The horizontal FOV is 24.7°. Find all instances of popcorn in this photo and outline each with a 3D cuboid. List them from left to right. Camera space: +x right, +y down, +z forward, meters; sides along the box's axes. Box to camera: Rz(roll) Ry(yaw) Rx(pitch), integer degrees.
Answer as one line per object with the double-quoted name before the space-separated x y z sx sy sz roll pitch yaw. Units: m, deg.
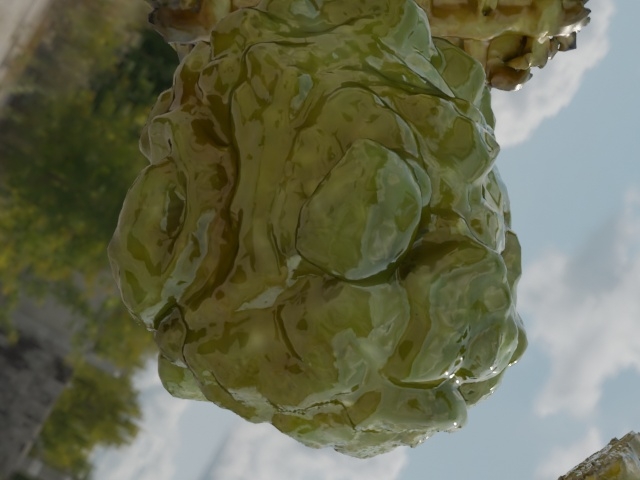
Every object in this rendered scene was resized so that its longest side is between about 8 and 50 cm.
"popcorn" 0.000 0.000 0.812 0.250 0.235 0.241 -111 -159 -54

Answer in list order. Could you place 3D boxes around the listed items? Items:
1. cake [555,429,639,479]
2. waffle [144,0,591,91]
"cake" 0.271 0.203 1.342 0.080 0.185 0.116 -40 -136 33
"waffle" 0.052 -0.231 1.217 0.382 0.379 0.095 -32 -140 12
